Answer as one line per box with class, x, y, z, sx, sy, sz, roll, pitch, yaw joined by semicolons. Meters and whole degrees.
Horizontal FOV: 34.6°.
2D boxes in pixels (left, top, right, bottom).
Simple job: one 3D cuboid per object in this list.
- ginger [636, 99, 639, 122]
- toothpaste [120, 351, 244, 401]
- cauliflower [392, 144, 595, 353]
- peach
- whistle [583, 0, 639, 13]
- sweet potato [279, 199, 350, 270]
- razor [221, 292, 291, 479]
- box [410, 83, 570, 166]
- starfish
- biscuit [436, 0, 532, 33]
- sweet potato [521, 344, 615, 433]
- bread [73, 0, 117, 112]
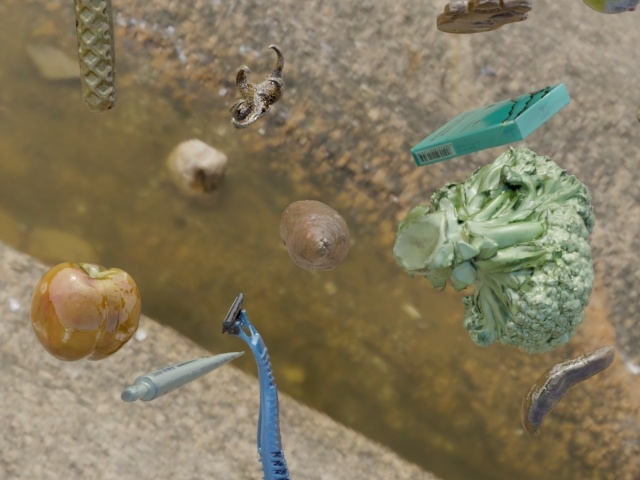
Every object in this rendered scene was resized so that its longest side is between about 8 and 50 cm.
ginger;0.602;-0.258;1.745;0.069;0.173;0.051;53;0;-28
toothpaste;-0.197;0.189;1.454;0.255;0.067;0.037;-13;86;-62
cauliflower;0.211;0.006;1.288;0.250;0.275;0.272;8;77;-22
peach;-0.299;0.092;1.306;0.138;0.138;0.138;21;40;-19
whistle;0.483;-0.429;1.658;0.123;0.123;0.223;39;35;4
sweet potato;-0.003;0.002;1.911;0.131;0.131;0.336;27;7;-12
razor;-0.068;0.192;1.196;0.042;0.253;0.082;-7;17;10
box;0.280;-0.190;1.709;0.161;0.226;0.042;-38;107;-39
starfish;-0.122;-0.288;2.018;0.074;0.146;0.189;44;40;-35
biscuit;0.321;-0.445;2.049;0.180;0.236;0.039;-1;90;-16
sweet potato;0.359;0.206;1.520;0.053;0.182;0.054;53;-6;-19
bread;-0.451;-0.434;2.048;0.077;0.367;0.084;-8;21;-18
